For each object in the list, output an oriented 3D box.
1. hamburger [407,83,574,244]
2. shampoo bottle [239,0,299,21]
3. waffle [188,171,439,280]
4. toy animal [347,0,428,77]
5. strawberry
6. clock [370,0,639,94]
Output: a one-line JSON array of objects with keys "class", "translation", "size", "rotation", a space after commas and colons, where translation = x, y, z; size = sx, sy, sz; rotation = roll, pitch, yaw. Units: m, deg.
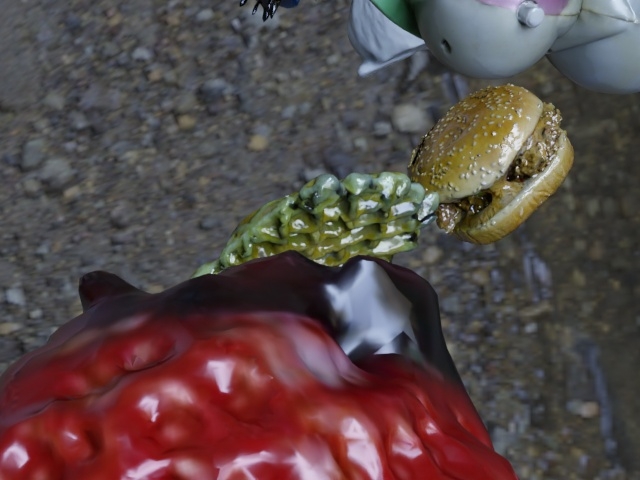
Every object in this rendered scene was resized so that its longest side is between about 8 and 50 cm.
[{"class": "hamburger", "translation": [0.189, -0.090, 1.696], "size": [0.118, 0.191, 0.182], "rotation": [42, 62, -27]}, {"class": "shampoo bottle", "translation": [-0.037, -0.326, 1.676], "size": [0.087, 0.050, 0.183], "rotation": [39, 65, -33]}, {"class": "waffle", "translation": [-0.001, -0.002, 1.437], "size": [0.204, 0.223, 0.054], "rotation": [12, 49, -49]}, {"class": "toy animal", "translation": [0.061, -0.303, 1.529], "size": [0.140, 0.138, 0.282], "rotation": [-17, 70, -24]}, {"class": "strawberry", "translation": [-0.040, 0.187, 0.506], "size": [0.291, 0.292, 0.310], "rotation": [29, 36, -23]}, {"class": "clock", "translation": [0.120, -0.138, 0.830], "size": [0.231, 0.144, 0.103], "rotation": [0, 113, -28]}]
